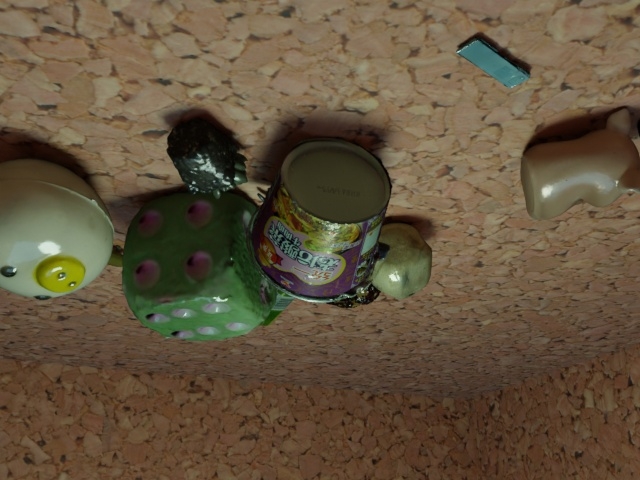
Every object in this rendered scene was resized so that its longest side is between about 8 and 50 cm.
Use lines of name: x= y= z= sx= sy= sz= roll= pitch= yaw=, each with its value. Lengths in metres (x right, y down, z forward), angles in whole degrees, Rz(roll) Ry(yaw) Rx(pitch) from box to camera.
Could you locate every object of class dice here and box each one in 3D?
dice: x=-0.308 y=0.073 z=1.825 sx=0.322 sy=0.330 sz=0.318 roll=-10 pitch=155 yaw=15

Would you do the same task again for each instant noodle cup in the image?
instant noodle cup: x=0.014 y=-0.063 z=1.600 sx=0.340 sy=0.339 sz=0.266 roll=5 pitch=144 yaw=-13

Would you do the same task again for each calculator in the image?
calculator: x=0.336 y=-0.341 z=1.332 sx=0.172 sy=0.018 sz=0.057 roll=18 pitch=147 yaw=-36

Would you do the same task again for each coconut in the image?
coconut: x=0.221 y=0.062 z=1.977 sx=0.224 sy=0.224 sz=0.224 roll=-1 pitch=155 yaw=-1

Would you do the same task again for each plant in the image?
plant: x=-0.247 y=-0.172 z=1.532 sx=0.129 sy=0.132 sz=0.194 roll=-9 pitch=150 yaw=22

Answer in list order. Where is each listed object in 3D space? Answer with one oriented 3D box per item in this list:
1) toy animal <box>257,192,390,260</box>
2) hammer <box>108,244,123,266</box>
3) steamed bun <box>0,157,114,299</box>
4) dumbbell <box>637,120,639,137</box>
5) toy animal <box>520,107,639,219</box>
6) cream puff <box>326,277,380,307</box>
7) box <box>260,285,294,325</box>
toy animal: x=0.004 y=-0.029 z=1.851 sx=0.367 sy=0.081 sz=0.206 roll=25 pitch=177 yaw=3
hammer: x=-0.663 y=0.024 z=1.977 sx=0.202 sy=0.113 sz=0.305 roll=-13 pitch=158 yaw=30
steamed bun: x=-0.662 y=-0.025 z=1.622 sx=0.334 sy=0.333 sz=0.374 roll=-6 pitch=150 yaw=10
dumbbell: x=0.754 y=-0.183 z=1.494 sx=0.100 sy=0.191 sz=0.100 roll=-1 pitch=154 yaw=0
toy animal: x=0.585 y=-0.146 z=1.571 sx=0.256 sy=0.195 sz=0.213 roll=-14 pitch=161 yaw=18
cream puff: x=0.082 y=0.119 z=2.142 sx=0.239 sy=0.164 sz=0.239 roll=0 pitch=158 yaw=0
box: x=-0.142 y=0.168 z=2.273 sx=0.097 sy=0.134 sz=0.345 roll=7 pitch=153 yaw=-19
